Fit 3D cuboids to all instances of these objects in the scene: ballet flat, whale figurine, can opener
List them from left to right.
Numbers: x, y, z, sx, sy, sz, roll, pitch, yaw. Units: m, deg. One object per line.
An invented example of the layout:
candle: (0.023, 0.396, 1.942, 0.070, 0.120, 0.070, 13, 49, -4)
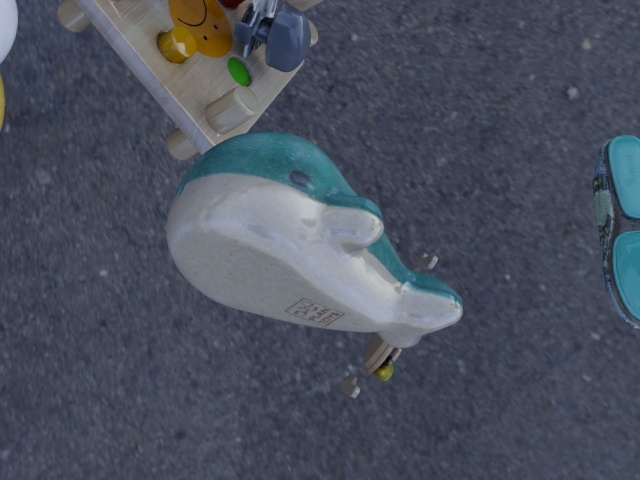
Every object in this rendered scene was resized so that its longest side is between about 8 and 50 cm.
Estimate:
can opener: (-0.030, -0.294, 1.236, 0.095, 0.076, 0.283, 28, 145, 3)
whale figurine: (0.000, 0.000, 1.036, 0.272, 0.216, 0.141, 25, 58, -16)
ballet flat: (0.267, 0.001, 0.989, 0.070, 0.188, 0.070, 4, 150, 2)

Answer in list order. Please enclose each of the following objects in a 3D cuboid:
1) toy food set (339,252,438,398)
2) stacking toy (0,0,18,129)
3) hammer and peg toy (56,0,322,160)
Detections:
toy food set: (0.092, 0.105, 1.336, 0.038, 0.132, 0.192, 31, 87, -3)
stacking toy: (-0.451, -0.146, 1.227, 0.350, 0.351, 0.480, 29, 136, -24)
hammer and peg toy: (-0.130, -0.279, 1.343, 0.127, 0.361, 0.266, -28, 110, 37)
